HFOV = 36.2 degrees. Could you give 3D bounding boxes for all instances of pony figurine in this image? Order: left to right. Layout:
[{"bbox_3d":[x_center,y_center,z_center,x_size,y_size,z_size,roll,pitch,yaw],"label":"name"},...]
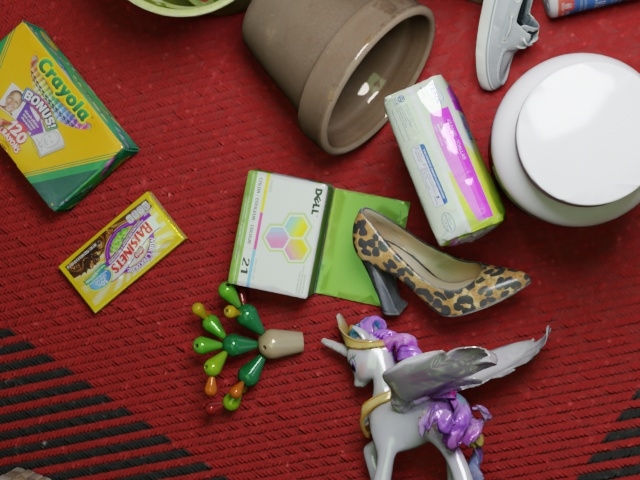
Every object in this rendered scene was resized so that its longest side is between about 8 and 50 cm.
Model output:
[{"bbox_3d":[0.166,0.264,1.478,0.351,0.303,0.363,-16,77,33],"label":"pony figurine"}]

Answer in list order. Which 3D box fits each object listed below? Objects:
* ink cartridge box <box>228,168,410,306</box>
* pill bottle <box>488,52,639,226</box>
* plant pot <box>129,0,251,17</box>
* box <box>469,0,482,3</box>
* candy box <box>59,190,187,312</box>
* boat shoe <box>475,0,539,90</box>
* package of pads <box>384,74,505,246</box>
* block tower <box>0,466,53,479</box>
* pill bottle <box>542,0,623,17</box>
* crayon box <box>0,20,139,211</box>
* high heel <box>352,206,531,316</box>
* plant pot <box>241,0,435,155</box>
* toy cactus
[{"bbox_3d":[0.000,0.000,1.576,0.255,0.097,0.188,11,93,9],"label":"ink cartridge box"},{"bbox_3d":[0.349,-0.133,1.359,0.229,0.408,0.229,0,92,9],"label":"pill bottle"},{"bbox_3d":[-0.178,-0.457,1.508,0.276,0.254,0.276,0,92,8],"label":"plant pot"},{"bbox_3d":[0.155,-0.458,1.461,0.213,0.243,0.117,17,94,9],"label":"box"},{"bbox_3d":[-0.335,0.020,1.665,0.206,0.027,0.105,-39,89,8],"label":"candy box"},{"bbox_3d":[0.290,-0.327,1.484,0.081,0.079,0.227,19,127,24],"label":"boat shoe"},{"bbox_3d":[0.191,-0.109,1.440,0.101,0.296,0.229,-23,89,12],"label":"package of pads"},{"bbox_3d":[-0.409,0.488,1.662,0.335,0.091,0.097,18,94,7],"label":"block tower"},{"bbox_3d":[0.443,-0.420,1.477,0.221,0.124,0.124,-12,90,10],"label":"pill bottle"},{"bbox_3d":[-0.458,-0.206,1.648,0.165,0.081,0.278,-40,86,8],"label":"crayon box"},{"bbox_3d":[0.176,0.020,1.492,0.261,0.093,0.186,-9,115,30],"label":"high heel"},{"bbox_3d":[0.009,-0.300,1.497,0.229,0.263,0.263,40,97,17],"label":"plant pot"},{"bbox_3d":[-0.120,0.175,1.614,0.180,0.112,0.219,-2,89,-10],"label":"toy cactus"}]
